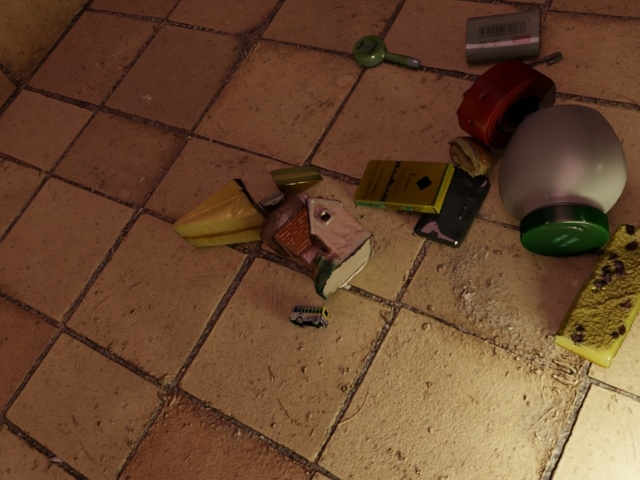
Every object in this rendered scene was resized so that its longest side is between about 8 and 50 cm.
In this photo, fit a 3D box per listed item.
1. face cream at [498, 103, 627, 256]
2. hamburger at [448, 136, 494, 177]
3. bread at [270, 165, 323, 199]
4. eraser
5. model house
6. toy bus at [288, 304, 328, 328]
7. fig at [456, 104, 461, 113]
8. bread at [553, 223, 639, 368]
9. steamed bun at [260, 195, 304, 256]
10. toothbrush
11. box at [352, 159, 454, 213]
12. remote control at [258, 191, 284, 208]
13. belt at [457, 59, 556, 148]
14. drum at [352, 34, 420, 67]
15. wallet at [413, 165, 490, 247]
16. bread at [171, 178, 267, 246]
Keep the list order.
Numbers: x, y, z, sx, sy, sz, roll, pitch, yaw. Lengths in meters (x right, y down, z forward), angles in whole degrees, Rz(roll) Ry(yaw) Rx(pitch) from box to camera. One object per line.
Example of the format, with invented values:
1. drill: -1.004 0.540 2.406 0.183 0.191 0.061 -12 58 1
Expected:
1. face cream: 0.617 -0.158 1.681 0.313 0.219 0.356 -11 60 34
2. hamburger: 0.450 -0.255 1.878 0.102 0.087 0.176 -14 33 -14
3. bread: -0.075 -0.203 2.060 0.139 0.084 0.074 -27 55 4
4. eraser: 0.582 -0.650 2.075 0.227 0.081 0.174 -1 57 21
5. model house: 0.000 0.000 1.782 0.202 0.237 0.237 -42 76 -7
6. toy bus: -0.033 0.211 1.823 0.102 0.052 0.058 1 61 20
7. fig: 0.488 -0.433 1.977 0.178 0.117 0.117 -21 56 21
8. bread: 0.711 0.121 1.580 0.138 0.077 0.361 26 73 30
9. steamed bun: -0.090 -0.040 1.936 0.106 0.145 0.175 37 84 32
10. toothbrush: 0.594 -0.514 2.026 0.321 0.023 0.031 -20 53 9
11. box: 0.240 -0.163 1.917 0.279 0.041 0.153 8 64 36
12. remote control: -0.147 -0.116 1.985 0.073 0.229 0.044 -24 98 -7
13. belt: 0.535 -0.384 1.834 0.324 0.227 0.115 -21 51 -34
14. drum: 0.230 -0.643 2.221 0.253 0.049 0.130 9 65 25
15. wallet: 0.379 -0.102 1.857 0.149 0.044 0.250 23 71 26
16. bread: -0.291 -0.034 2.000 0.264 0.167 0.163 -37 56 2
